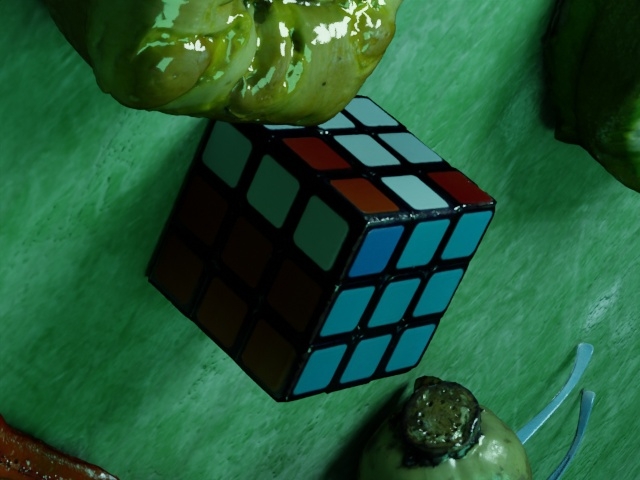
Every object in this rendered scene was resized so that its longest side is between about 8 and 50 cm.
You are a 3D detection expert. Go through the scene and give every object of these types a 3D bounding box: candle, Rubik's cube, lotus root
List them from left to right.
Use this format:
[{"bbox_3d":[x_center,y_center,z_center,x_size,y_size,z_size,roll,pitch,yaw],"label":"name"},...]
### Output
[{"bbox_3d":[-0.221,0.155,1.310,0.051,0.048,0.329,-31,154,9],"label":"candle"},{"bbox_3d":[0.000,0.000,1.322,0.162,0.163,0.160,-7,130,-47],"label":"Rubik's cube"},{"bbox_3d":[0.125,0.260,1.806,0.173,0.173,0.309,-39,150,-19],"label":"lotus root"}]

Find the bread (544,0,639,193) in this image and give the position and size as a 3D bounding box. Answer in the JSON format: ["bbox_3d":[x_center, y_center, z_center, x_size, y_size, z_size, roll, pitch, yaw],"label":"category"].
[{"bbox_3d":[0.364,-0.217,1.609,0.366,0.129,0.382,1,123,-54],"label":"bread"}]

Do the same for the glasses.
[{"bbox_3d":[0.229,0.225,2.039,0.220,0.088,0.189,-61,156,-23],"label":"glasses"}]

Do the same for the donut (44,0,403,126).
[{"bbox_3d":[-0.042,-0.174,1.088,0.261,0.128,0.208,3,121,-56],"label":"donut"}]
